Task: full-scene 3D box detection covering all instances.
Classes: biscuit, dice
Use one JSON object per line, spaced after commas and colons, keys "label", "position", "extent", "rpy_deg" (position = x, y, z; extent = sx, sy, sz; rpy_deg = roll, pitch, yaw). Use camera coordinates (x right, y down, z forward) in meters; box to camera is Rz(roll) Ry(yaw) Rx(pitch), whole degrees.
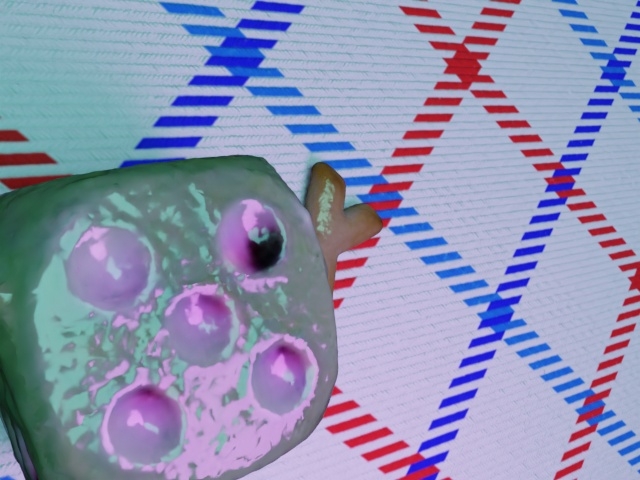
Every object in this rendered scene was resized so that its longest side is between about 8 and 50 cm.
{"label": "biscuit", "position": [0.001, 0.001, 1.030], "extent": [0.164, 0.047, 0.208], "rpy_deg": [42, 66, -21]}
{"label": "dice", "position": [-0.194, 0.086, 0.735], "extent": [0.330, 0.322, 0.318], "rpy_deg": [-14, 94, -31]}
